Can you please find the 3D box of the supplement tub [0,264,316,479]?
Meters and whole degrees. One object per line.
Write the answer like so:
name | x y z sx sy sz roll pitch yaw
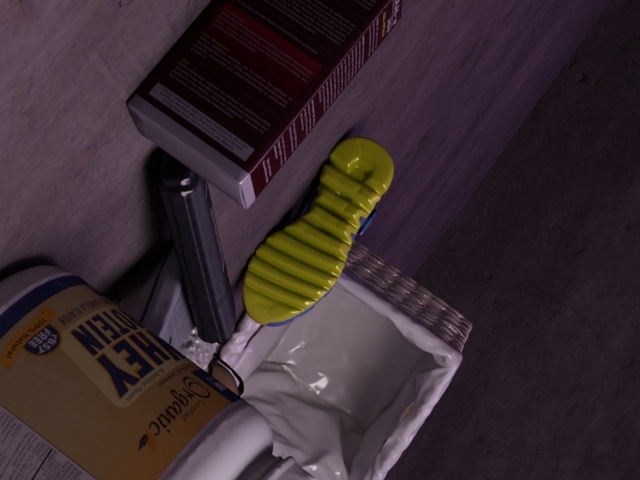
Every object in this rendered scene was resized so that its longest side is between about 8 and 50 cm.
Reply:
supplement tub | -0.184 0.193 1.040 0.228 0.316 0.228 -52 169 -15

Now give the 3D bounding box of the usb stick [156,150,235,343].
usb stick | -0.126 0.008 1.245 0.278 0.045 0.077 83 10 -51

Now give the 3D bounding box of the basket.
basket | 0.031 0.200 1.969 0.328 0.331 0.266 -58 174 16

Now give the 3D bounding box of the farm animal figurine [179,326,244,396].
farm animal figurine | -0.215 0.276 1.521 0.327 0.172 0.330 -52 169 -15

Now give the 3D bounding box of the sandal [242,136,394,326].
sandal | 0.000 0.000 1.768 0.317 0.126 0.138 -51 172 -14

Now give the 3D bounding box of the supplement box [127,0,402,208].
supplement box | -0.046 -0.163 1.066 0.239 0.130 0.073 -51 168 -12

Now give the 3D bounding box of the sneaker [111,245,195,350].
sneaker | -0.193 0.081 1.289 0.258 0.091 0.094 -73 162 -60
